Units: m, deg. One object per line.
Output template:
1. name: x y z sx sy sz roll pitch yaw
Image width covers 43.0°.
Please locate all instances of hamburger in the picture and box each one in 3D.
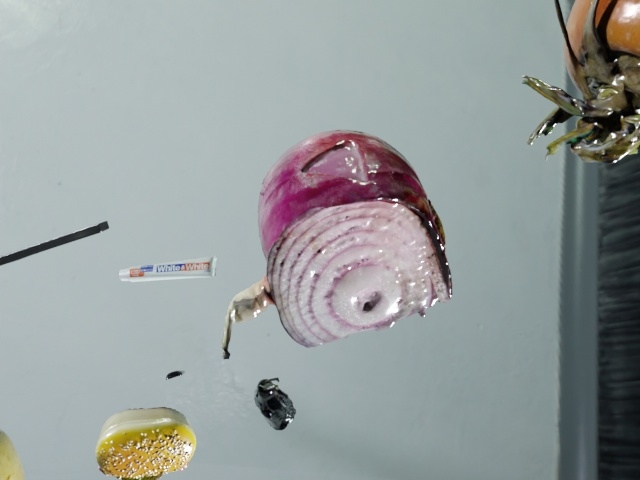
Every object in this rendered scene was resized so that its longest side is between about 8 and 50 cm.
1. hamburger: -0.373 0.441 1.740 0.210 0.173 0.116 0 43 -13

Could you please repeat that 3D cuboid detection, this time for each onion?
1. onion: 0.027 -0.015 0.985 0.272 0.256 0.230 5 33 -10

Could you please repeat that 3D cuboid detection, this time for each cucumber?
1. cucumber: -0.055 0.181 0.905 0.043 0.163 0.039 4 68 9

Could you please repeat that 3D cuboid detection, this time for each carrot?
1. carrot: 0.342 -0.211 0.777 0.193 0.214 0.331 29 86 23

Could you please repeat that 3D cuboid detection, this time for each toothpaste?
1. toothpaste: -0.329 0.065 1.753 0.218 0.033 0.052 -6 62 10

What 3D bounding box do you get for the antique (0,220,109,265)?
1. antique: -0.403 0.005 1.222 0.031 0.192 0.015 -38 111 -70

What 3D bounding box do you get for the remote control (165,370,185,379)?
1. remote control: -0.319 0.293 1.781 0.039 0.096 0.014 -18 84 -6

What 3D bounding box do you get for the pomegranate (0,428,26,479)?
1. pomegranate: -0.689 0.474 1.479 0.319 0.319 0.319 7 75 -27
